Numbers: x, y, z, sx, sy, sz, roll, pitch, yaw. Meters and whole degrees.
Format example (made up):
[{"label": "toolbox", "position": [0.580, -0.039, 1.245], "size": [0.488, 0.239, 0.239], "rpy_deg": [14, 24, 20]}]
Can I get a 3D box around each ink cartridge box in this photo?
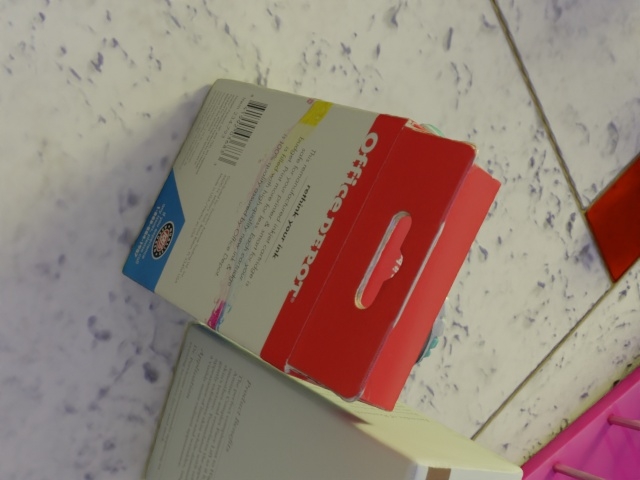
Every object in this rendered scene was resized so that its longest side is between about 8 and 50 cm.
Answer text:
[{"label": "ink cartridge box", "position": [0.000, 0.000, 0.580], "size": [0.078, 0.231, 0.134], "rpy_deg": [28, 87, -38]}]

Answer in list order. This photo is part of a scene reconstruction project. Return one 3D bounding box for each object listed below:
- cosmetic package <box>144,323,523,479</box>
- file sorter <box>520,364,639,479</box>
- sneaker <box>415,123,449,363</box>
[{"label": "cosmetic package", "position": [-0.005, 0.136, 0.617], "size": [0.085, 0.231, 0.117], "rpy_deg": [13, 97, -38]}, {"label": "file sorter", "position": [0.316, 0.230, 0.877], "size": [0.291, 0.182, 0.202], "rpy_deg": [-34, 107, -20]}, {"label": "sneaker", "position": [0.044, 0.005, 0.732], "size": [0.076, 0.065, 0.166], "rpy_deg": [-6, 104, -18]}]
